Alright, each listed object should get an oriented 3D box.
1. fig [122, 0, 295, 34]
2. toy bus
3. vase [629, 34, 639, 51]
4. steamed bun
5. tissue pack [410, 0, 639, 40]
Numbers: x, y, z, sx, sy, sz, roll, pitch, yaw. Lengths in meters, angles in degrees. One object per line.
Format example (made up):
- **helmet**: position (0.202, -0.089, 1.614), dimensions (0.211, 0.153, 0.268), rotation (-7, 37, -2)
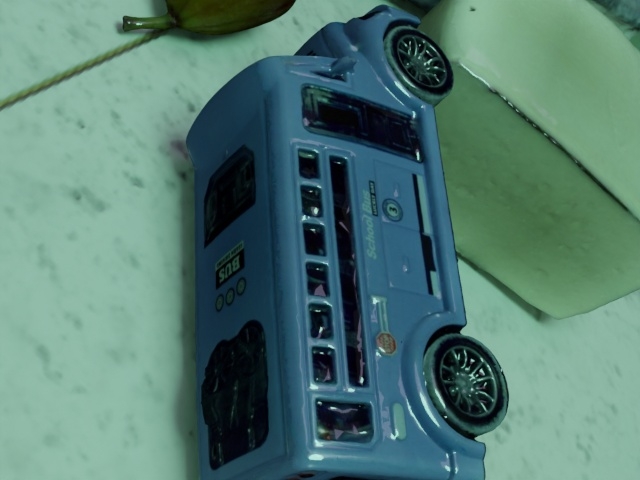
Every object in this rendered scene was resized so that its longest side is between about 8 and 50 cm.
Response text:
- **fig**: position (-0.069, -0.161, 0.611), dimensions (0.089, 0.089, 0.125), rotation (43, 70, -10)
- **toy bus**: position (0.000, 0.000, 0.525), dimensions (0.133, 0.125, 0.292), rotation (14, 57, -32)
- **vase**: position (0.343, -0.297, 0.977), dimensions (0.165, 0.165, 0.360), rotation (30, 45, -22)
- **steamed bun**: position (0.154, -0.076, 0.681), dimensions (0.242, 0.146, 0.164), rotation (38, 49, -14)
- **tissue pack**: position (0.091, -0.333, 0.806), dimensions (0.394, 0.124, 0.288), rotation (24, 51, -26)
